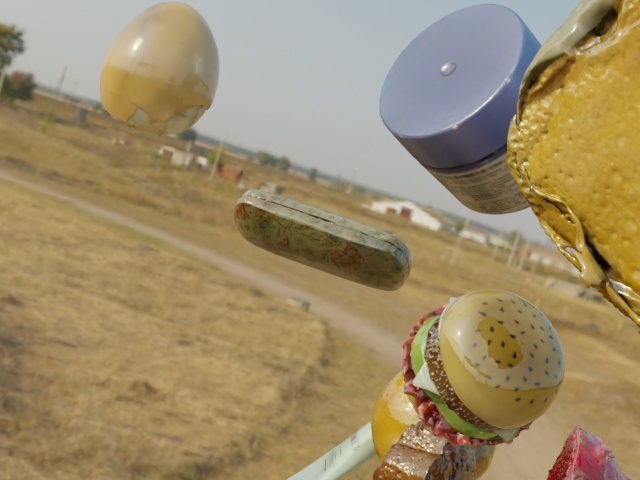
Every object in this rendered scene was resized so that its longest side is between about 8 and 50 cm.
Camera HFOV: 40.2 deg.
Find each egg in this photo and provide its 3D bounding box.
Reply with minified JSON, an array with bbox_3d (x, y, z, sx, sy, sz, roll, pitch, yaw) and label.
[{"bbox_3d":[-0.277,-0.301,1.540,0.201,0.244,0.201,17,2,-1],"label":"egg"}]

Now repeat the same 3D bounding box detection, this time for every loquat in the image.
[{"bbox_3d":[0.228,0.368,1.744,0.263,0.263,0.263,18,4,-1],"label":"loquat"}]

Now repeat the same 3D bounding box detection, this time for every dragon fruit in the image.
[{"bbox_3d":[0.409,0.441,1.392,0.163,0.261,0.189,28,-4,34],"label":"dragon fruit"}]

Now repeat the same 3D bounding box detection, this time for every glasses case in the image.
[{"bbox_3d":[0.000,0.000,1.952,0.425,0.098,0.156,19,-37,19],"label":"glasses case"}]

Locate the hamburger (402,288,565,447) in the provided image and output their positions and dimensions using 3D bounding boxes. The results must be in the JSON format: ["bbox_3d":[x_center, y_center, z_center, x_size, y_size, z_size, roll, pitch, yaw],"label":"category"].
[{"bbox_3d":[0.180,0.129,0.928,0.175,0.175,0.137,17,-28,-13],"label":"hamburger"}]

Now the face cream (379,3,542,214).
[{"bbox_3d":[0.248,-0.191,1.325,0.249,0.249,0.225,22,-15,50],"label":"face cream"}]

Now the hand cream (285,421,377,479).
[{"bbox_3d":[0.018,0.507,1.959,0.067,0.321,0.109,49,15,-22],"label":"hand cream"}]

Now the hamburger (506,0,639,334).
[{"bbox_3d":[0.299,-0.080,0.674,0.319,0.318,0.158,20,18,35],"label":"hamburger"}]

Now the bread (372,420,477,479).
[{"bbox_3d":[0.190,0.420,1.513,0.135,0.232,0.247,21,5,32],"label":"bread"}]
